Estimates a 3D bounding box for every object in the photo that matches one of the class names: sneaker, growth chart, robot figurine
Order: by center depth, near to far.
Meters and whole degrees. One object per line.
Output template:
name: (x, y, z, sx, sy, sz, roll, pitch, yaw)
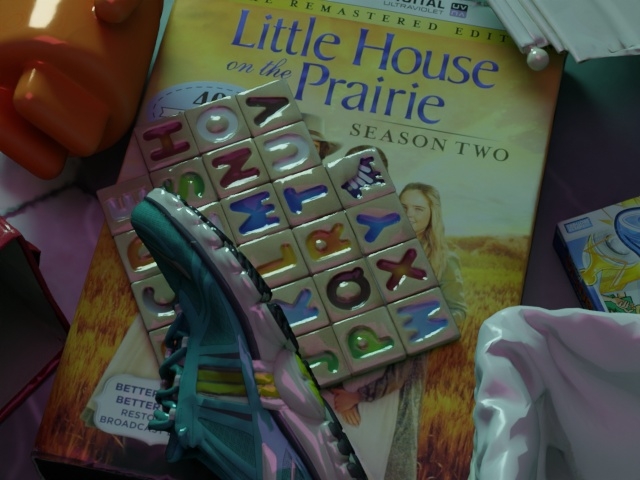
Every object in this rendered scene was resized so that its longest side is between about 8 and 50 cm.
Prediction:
sneaker: (-0.062, 0.089, 1.020, 0.110, 0.107, 0.275, -27, 72, -1)
robot figurine: (-0.184, -0.151, 1.199, 0.128, 0.158, 0.219, 10, 51, -2)
growth chart: (0.211, -0.193, 1.230, 0.237, 0.021, 0.172, -5, 56, -29)

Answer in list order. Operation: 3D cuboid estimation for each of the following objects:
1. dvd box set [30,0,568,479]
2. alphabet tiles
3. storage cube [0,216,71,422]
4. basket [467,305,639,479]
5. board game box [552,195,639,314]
dvd box set: (0.000, 0.000, 1.163, 0.307, 0.062, 0.420, 11, 63, 8)
alphabet tiles: (-0.039, -0.001, 1.125, 0.198, 0.009, 0.237, -19, 64, -8)
storage cube: (-0.309, 0.043, 1.084, 0.193, 0.184, 0.215, 37, 72, 20)
basket: (0.229, 0.243, 0.859, 0.328, 0.266, 0.331, 5, 48, -2)
board game box: (0.285, 0.020, 1.155, 0.201, 0.035, 0.136, -18, 63, -7)
